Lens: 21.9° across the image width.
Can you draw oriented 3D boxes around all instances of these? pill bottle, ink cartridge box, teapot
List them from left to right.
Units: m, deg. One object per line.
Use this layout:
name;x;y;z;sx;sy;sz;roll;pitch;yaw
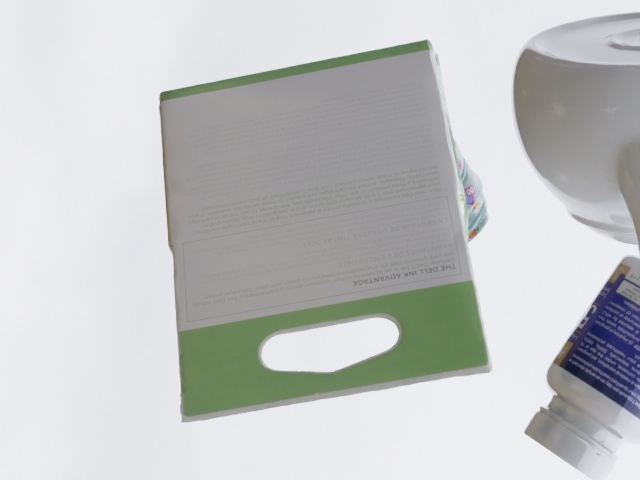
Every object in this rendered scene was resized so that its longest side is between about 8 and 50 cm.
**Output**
ink cartridge box;0.000;0.000;0.937;0.056;0.171;0.235;74;7;-55
pill bottle;0.266;0.117;1.468;0.187;0.112;0.112;-56;-156;-2
teapot;0.276;-0.079;1.358;0.252;0.256;0.187;21;-58;52

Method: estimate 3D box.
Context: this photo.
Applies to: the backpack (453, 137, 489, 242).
backpack;0.056;-0.019;1.442;0.182;0.115;0.152;-41;-146;-14
